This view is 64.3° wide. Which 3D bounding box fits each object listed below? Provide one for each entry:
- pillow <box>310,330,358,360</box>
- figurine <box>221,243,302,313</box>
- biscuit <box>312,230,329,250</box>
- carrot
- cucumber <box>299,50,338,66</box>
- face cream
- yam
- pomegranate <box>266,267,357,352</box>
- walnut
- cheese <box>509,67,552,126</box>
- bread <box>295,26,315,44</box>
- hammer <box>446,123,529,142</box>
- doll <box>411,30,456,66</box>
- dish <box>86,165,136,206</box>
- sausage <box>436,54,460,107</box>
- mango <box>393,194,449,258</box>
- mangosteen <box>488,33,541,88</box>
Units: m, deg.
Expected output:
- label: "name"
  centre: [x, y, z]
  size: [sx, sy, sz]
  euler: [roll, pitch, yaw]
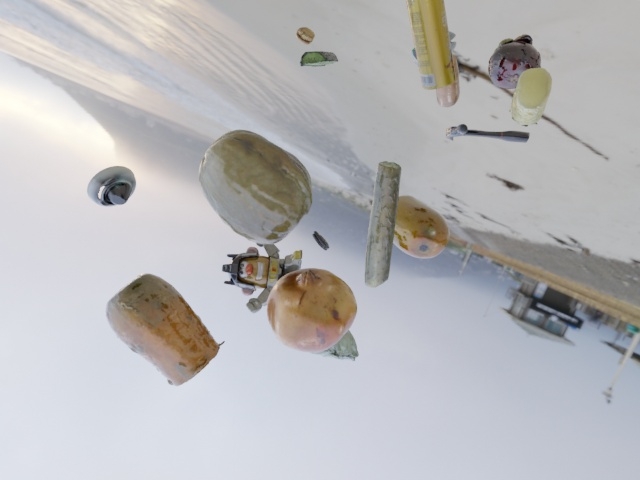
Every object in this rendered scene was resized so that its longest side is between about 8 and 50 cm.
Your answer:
- label: "pillow"
  centre: [-0.018, 0.328, 1.962]
  size: [0.284, 0.138, 0.310]
  euler: [22, -159, -47]
- label: "figurine"
  centre: [-0.212, 0.120, 1.869]
  size: [0.309, 0.308, 0.143]
  euler: [24, 147, 13]
- label: "biscuit"
  centre: [0.000, 0.000, 1.899]
  size: [0.089, 0.027, 0.087]
  euler: [49, -174, -13]
- label: "carrot"
  centre: [-0.493, 0.270, 1.583]
  size: [0.340, 0.224, 0.224]
  euler: [50, -179, -11]
- label: "cucumber"
  centre: [0.003, -0.601, 1.683]
  size: [0.071, 0.046, 0.220]
  euler: [1, -161, 23]
- label: "face cream"
  centre: [0.317, -0.625, 1.484]
  size: [0.105, 0.105, 0.348]
  euler: [31, 146, 53]
- label: "yam"
  centre: [0.173, -0.037, 1.446]
  size: [0.083, 0.371, 0.083]
  euler: [2, -156, -1]
- label: "pomegranate"
  centre: [-0.022, 0.160, 1.192]
  size: [0.209, 0.209, 0.209]
  euler: [23, -174, -3]
- label: "walnut"
  centre: [-0.153, -0.125, 1.201]
  size: [0.283, 0.282, 0.227]
  euler: [23, -131, 3]
- label: "cheese"
  centre: [0.583, -0.395, 1.418]
  size: [0.094, 0.123, 0.167]
  euler: [19, -178, 18]
- label: "bread"
  centre: [-0.064, -0.870, 2.160]
  size: [0.081, 0.046, 0.083]
  euler: [22, -130, -25]
- label: "hammer"
  centre: [0.543, -0.342, 1.649]
  size: [0.290, 0.037, 0.137]
  euler: [1, -175, -15]
- label: "doll"
  centre: [0.459, -0.821, 2.202]
  size: [0.195, 0.258, 0.153]
  euler: [3, 130, 57]
- label: "dish"
  centre: [-0.579, -0.135, 1.449]
  size: [0.078, 0.141, 0.141]
  euler: [48, -163, 24]
- label: "sausage"
  centre: [0.525, -0.646, 2.105]
  size: [0.109, 0.108, 0.270]
  euler: [26, 167, 25]
- label: "mango"
  centre: [0.343, -0.060, 1.883]
  size: [0.212, 0.172, 0.317]
  euler: [-12, -141, -16]
- label: "mangosteen"
  centre: [0.645, -0.600, 1.702]
  size: [0.166, 0.180, 0.166]
  euler: [1, 158, 0]
